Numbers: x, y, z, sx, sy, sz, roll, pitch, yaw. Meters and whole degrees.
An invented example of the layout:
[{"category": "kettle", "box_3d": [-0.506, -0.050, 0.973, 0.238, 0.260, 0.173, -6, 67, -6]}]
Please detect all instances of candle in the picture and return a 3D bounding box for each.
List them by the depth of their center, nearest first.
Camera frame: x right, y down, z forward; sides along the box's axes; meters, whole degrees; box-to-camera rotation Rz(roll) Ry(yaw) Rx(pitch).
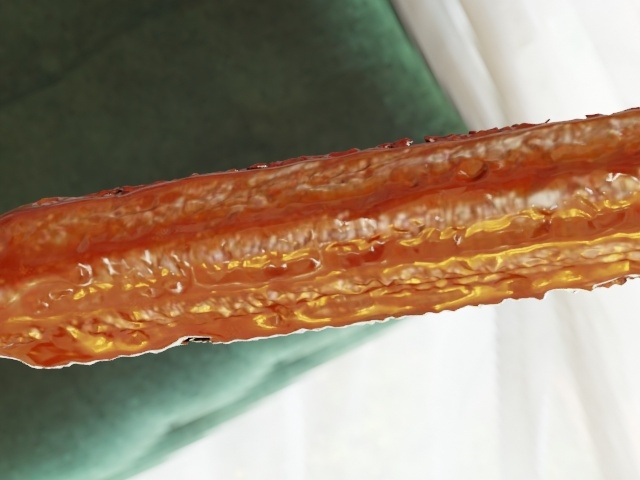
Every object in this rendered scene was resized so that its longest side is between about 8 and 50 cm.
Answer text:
[{"category": "candle", "box_3d": [0.000, 0.000, 0.495, 0.329, 0.048, 0.051, -8, -145, 19]}]
